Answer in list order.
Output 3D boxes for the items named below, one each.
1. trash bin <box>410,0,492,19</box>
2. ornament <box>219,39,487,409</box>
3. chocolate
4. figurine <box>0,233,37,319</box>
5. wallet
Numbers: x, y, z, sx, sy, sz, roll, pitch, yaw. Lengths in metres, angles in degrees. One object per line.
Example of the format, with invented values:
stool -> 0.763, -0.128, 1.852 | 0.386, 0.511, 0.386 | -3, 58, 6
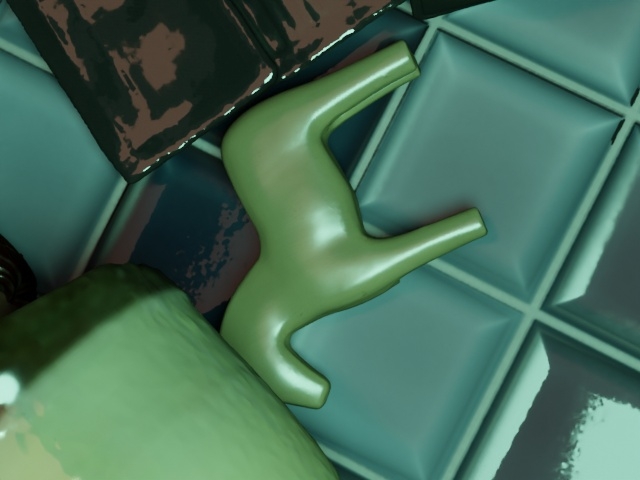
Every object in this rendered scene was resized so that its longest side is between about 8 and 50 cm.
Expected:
trash bin -> 0.123, -0.298, 1.408 | 0.165, 0.115, 0.225 | -13, 79, 3
ornament -> 0.000, 0.000, 1.435 | 0.245, 0.061, 0.230 | -25, 83, 7
chocolate -> -0.143, 0.213, 1.301 | 0.297, 0.326, 0.314 | 49, 139, 18
figurine -> -0.348, 0.113, 1.450 | 0.315, 0.168, 0.187 | -42, 122, -3
wallet -> -0.083, -0.229, 1.479 | 0.323, 0.041, 0.247 | -34, 80, 1
